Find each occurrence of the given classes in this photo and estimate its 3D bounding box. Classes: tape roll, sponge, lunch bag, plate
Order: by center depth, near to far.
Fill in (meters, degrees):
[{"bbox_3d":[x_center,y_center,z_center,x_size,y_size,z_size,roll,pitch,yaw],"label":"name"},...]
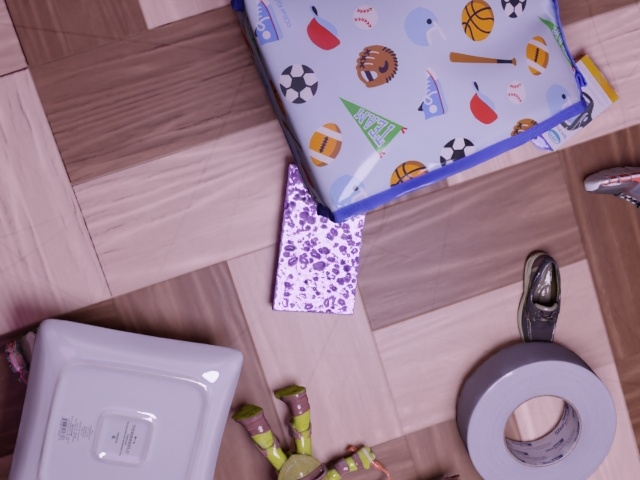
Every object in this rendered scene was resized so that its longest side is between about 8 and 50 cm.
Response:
[{"bbox_3d":[0.120,-0.241,1.414,0.386,0.239,0.327,-24,99,-4],"label":"lunch bag"},{"bbox_3d":[-0.264,0.258,1.482,0.278,0.045,0.277,11,106,-13],"label":"plate"},{"bbox_3d":[0.000,0.000,1.544,0.117,0.031,0.210,5,98,-8],"label":"sponge"},{"bbox_3d":[0.310,0.259,1.591,0.219,0.072,0.219,-2,108,-7],"label":"tape roll"}]

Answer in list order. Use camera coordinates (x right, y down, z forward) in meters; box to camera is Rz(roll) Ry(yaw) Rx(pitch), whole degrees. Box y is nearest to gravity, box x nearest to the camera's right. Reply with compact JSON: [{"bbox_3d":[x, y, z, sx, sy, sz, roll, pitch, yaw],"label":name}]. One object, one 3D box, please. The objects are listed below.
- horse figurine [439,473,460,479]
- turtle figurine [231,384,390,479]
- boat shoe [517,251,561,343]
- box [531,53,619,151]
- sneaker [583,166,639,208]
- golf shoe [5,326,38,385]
[{"bbox_3d":[0.165,0.460,1.625,0.175,0.066,0.263,-8,106,-9],"label":"horse figurine"},{"bbox_3d":[-0.046,0.330,1.565,0.270,0.087,0.217,-22,102,-3],"label":"turtle figurine"},{"bbox_3d":[0.318,0.094,1.591,0.056,0.049,0.152,-5,101,-8],"label":"boat shoe"},{"bbox_3d":[0.344,-0.190,1.560,0.136,0.028,0.081,-39,102,3],"label":"box"},{"bbox_3d":[0.456,-0.071,1.579,0.158,0.061,0.064,-5,106,-6],"label":"sneaker"},{"bbox_3d":[-0.352,0.203,1.513,0.086,0.067,0.186,-29,102,-2],"label":"golf shoe"}]
